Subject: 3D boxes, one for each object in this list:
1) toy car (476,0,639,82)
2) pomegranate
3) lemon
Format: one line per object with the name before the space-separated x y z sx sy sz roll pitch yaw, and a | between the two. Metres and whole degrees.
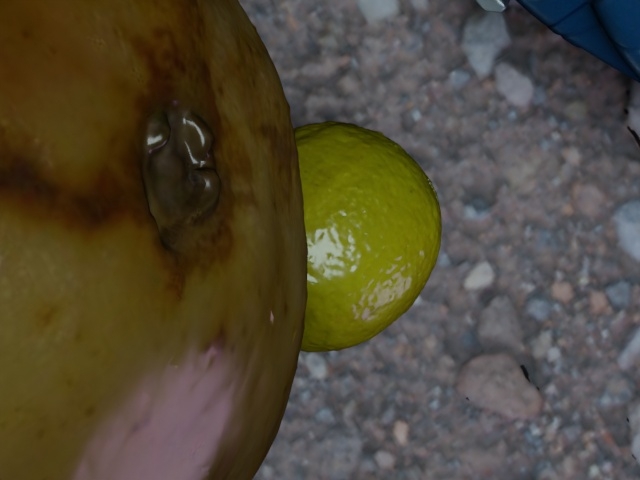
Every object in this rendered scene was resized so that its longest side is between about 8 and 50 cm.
toy car | 0.133 -0.184 0.865 0.166 0.198 0.314 -38 102 25
pomegranate | -0.210 0.007 0.703 0.410 0.410 0.410 -1 95 -14
lemon | 0.000 0.000 0.875 0.109 0.109 0.133 49 66 -13
